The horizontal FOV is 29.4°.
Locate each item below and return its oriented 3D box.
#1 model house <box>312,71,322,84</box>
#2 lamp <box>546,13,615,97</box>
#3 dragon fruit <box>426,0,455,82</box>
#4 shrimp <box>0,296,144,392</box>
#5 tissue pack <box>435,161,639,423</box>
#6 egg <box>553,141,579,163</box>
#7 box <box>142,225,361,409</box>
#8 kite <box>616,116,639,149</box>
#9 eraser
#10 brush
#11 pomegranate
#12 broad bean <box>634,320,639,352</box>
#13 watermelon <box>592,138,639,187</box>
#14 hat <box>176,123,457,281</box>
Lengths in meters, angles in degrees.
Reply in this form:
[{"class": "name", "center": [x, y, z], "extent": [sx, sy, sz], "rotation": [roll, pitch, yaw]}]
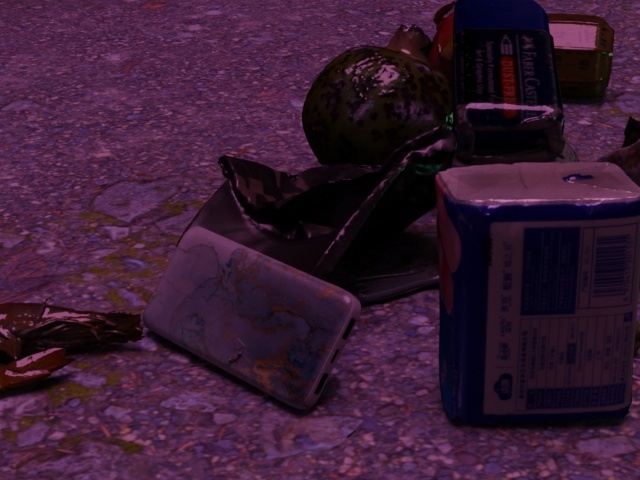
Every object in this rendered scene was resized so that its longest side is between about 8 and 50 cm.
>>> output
[{"class": "model house", "center": [0.116, -0.247, 2.141], "extent": [0.188, 0.122, 0.229], "rotation": [18, 28, 29]}, {"class": "lamp", "center": [0.465, -0.355, 2.337], "extent": [0.185, 0.161, 0.161], "rotation": [6, 26, 13]}, {"class": "dragon fruit", "center": [0.276, -0.298, 2.034], "extent": [0.224, 0.227, 0.224], "rotation": [-4, 24, 2]}, {"class": "shrimp", "center": [-0.332, 0.119, 1.433], "extent": [0.248, 0.068, 0.150], "rotation": [-11, 39, -12]}, {"class": "tissue pack", "center": [0.232, 0.056, 1.316], "extent": [0.209, 0.270, 0.137], "rotation": [-3, 23, 2]}, {"class": "egg", "center": [0.310, -0.084, 1.778], "extent": [0.132, 0.132, 0.172], "rotation": [11, 39, 23]}, {"class": "box", "center": [-0.086, 0.085, 1.427], "extent": [0.285, 0.142, 0.044], "rotation": [22, -9, 39]}, {"class": "kite", "center": [0.599, -0.146, 1.912], "extent": [0.406, 0.014, 0.368], "rotation": [9, -4, -33]}, {"class": "eraser", "center": [0.270, -0.237, 1.779], "extent": [0.155, 0.101, 0.332], "rotation": [1, 43, 4]}, {"class": "brush", "center": [0.167, 0.029, 1.617], "extent": [0.297, 0.060, 0.068], "rotation": [-10, 29, -21]}, {"class": "pomegranate", "center": [0.103, -0.199, 1.885], "extent": [0.254, 0.270, 0.254], "rotation": [25, 3, -2]}, {"class": "broad bean", "center": [0.346, 0.110, 1.465], "extent": [0.063, 0.045, 0.083], "rotation": [-20, 24, -39]}, {"class": "watermelon", "center": [0.509, -0.070, 1.596], "extent": [0.228, 0.258, 0.387], "rotation": [-23, 38, -35]}, {"class": "hat", "center": [0.000, 0.000, 1.623], "extent": [0.366, 0.257, 0.382], "rotation": [-3, 57, 38]}]
